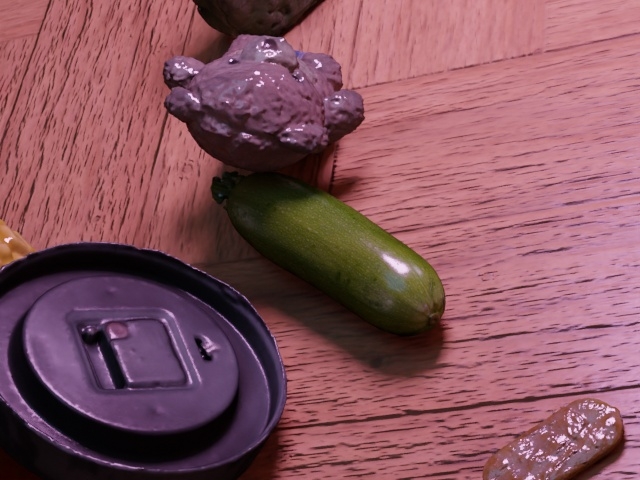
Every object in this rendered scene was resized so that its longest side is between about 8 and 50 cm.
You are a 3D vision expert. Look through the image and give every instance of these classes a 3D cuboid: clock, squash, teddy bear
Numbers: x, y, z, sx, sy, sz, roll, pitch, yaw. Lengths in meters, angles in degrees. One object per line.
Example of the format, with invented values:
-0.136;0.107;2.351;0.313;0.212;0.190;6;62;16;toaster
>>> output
-0.195;0.130;1.680;0.325;0.067;0.325;15;37;-11;clock
0.000;0.000;1.812;0.101;0.101;0.379;-43;43;-14;squash
-0.068;-0.157;1.891;0.236;0.267;0.151;14;95;9;teddy bear

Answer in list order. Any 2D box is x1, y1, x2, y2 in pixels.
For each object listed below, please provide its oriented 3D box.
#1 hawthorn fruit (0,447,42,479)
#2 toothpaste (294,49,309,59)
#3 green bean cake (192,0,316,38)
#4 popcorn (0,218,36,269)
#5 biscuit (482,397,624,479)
-0.391;0.235;1.700;0.258;0.258;0.262;-12;69;18;hawthorn fruit
-0.025;-0.231;2.106;0.083;0.015;0.024;13;58;43;toothpaste
-0.074;-0.379;2.128;0.227;0.222;0.125;-42;54;-16;green bean cake
-0.458;0.077;1.853;0.265;0.332;0.225;-44;66;25;popcorn
0.218;0.198;1.565;0.147;0.018;0.071;-32;42;-4;biscuit
